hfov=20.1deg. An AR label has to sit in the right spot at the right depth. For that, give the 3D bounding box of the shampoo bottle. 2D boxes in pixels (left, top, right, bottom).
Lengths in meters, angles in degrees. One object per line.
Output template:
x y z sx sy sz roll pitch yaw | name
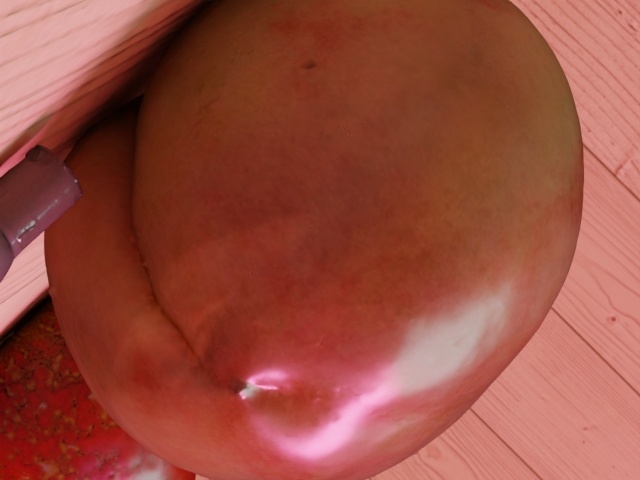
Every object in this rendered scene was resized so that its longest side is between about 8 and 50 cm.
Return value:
-0.172 0.023 0.784 0.165 0.040 0.080 -44 178 -20 | shampoo bottle

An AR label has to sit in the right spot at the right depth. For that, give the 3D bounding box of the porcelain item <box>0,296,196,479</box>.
-0.163 0.153 1.450 0.253 0.253 0.253 -45 180 0 | porcelain item

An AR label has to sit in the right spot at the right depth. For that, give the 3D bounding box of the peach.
0.000 -0.001 0.921 0.292 0.247 0.292 -41 -156 23 | peach
